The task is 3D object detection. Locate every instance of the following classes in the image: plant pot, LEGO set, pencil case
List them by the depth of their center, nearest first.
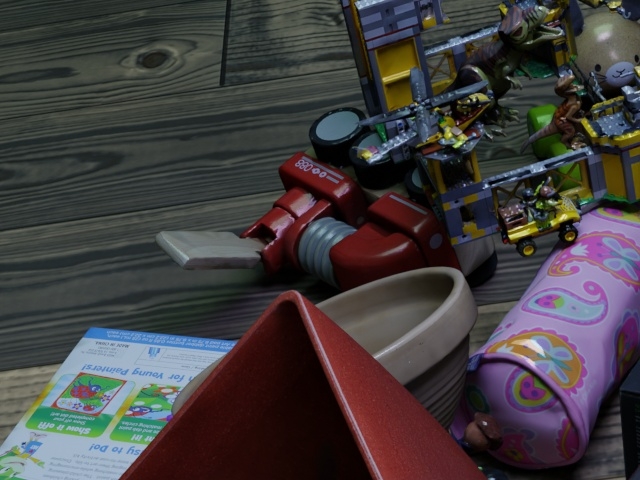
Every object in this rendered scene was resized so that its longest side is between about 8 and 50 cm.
[{"bbox_3d":[0.015,0.242,1.005,0.267,0.236,0.267,-49,30,14],"label":"plant pot"},{"bbox_3d":[0.018,0.120,1.255,0.237,0.109,0.237,-24,9,4],"label":"plant pot"},{"bbox_3d":[0.209,0.065,1.382,0.124,0.124,0.284,11,39,31],"label":"pencil case"},{"bbox_3d":[0.142,-0.159,1.436,0.255,0.192,0.331,-14,36,3],"label":"LEGO set"}]

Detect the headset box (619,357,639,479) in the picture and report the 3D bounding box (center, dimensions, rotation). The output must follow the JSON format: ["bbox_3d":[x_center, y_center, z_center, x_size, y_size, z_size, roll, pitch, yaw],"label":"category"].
[{"bbox_3d":[0.389,0.103,1.255,0.246,0.131,0.283,13,39,31],"label":"headset box"}]

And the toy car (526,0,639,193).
[{"bbox_3d":[0.281,-0.162,1.646,0.155,0.188,0.149,-13,32,-3],"label":"toy car"}]

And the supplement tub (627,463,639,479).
[{"bbox_3d":[0.253,0.166,1.098,0.106,0.198,0.106,29,20,-12],"label":"supplement tub"}]

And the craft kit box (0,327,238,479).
[{"bbox_3d":[-0.128,0.171,1.379,0.250,0.061,0.246,4,33,23],"label":"craft kit box"}]

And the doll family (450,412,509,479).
[{"bbox_3d":[0.086,0.182,1.173,0.111,0.193,0.076,-26,70,0],"label":"doll family"}]

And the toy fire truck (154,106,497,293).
[{"bbox_3d":[0.000,0.000,1.537,0.246,0.158,0.217,-39,41,-19],"label":"toy fire truck"}]
